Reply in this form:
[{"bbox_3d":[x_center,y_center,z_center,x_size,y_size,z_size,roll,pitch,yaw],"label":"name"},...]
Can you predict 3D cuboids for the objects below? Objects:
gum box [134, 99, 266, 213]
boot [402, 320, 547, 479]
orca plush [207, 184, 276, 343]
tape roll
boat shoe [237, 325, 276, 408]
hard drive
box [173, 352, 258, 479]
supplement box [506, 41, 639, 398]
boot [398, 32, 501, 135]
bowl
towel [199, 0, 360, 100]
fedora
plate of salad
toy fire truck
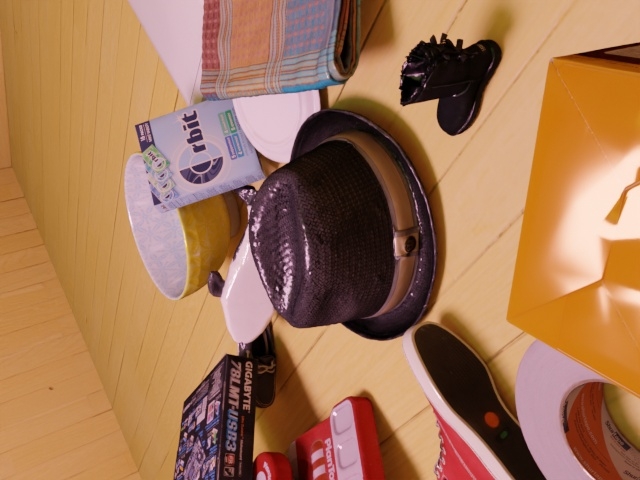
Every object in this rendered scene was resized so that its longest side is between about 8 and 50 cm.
[{"bbox_3d":[-0.200,-0.148,1.059,0.041,0.184,0.157,69,-177,-72],"label":"gum box"},{"bbox_3d":[0.160,0.233,0.801,0.244,0.088,0.176,56,147,18],"label":"boot"},{"bbox_3d":[-0.125,0.034,1.130,0.102,0.151,0.287,-101,4,-68],"label":"orca plush"},{"bbox_3d":[0.287,0.167,0.577,0.219,0.072,0.219,31,129,48],"label":"tape roll"},{"bbox_3d":[-0.121,0.235,1.246,0.065,0.075,0.206,2,102,60],"label":"boat shoe"},{"bbox_3d":[-0.260,-0.422,1.158,0.353,0.047,0.233,59,146,21],"label":"hard drive"},{"bbox_3d":[-0.203,0.401,1.184,0.295,0.073,0.293,-49,34,48],"label":"box"},{"bbox_3d":[0.249,-0.026,0.423,0.129,0.194,0.191,32,131,46],"label":"supplement box"},{"bbox_3d":[0.122,-0.152,0.648,0.045,0.099,0.121,55,144,28],"label":"boot"},{"bbox_3d":[-0.248,-0.042,1.225,0.289,0.156,0.289,31,130,47],"label":"bowl"},{"bbox_3d":[-0.071,-0.330,0.853,0.370,0.040,0.271,11,100,53],"label":"towel"},{"bbox_3d":[0.000,0.000,0.850,0.334,0.152,0.334,30,129,44],"label":"fedora"},{"bbox_3d":[-0.065,-0.216,0.958,0.200,0.048,0.199,23,125,38],"label":"plate of salad"},{"bbox_3d":[0.017,0.425,0.993,0.254,0.169,0.302,-48,38,40],"label":"toy fire truck"}]
